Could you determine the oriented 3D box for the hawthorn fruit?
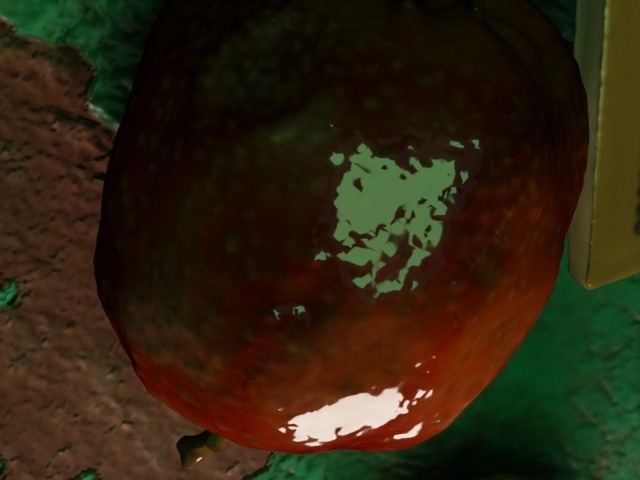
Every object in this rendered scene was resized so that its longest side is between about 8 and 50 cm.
[{"bbox_3d":[0.000,0.000,0.777,0.205,0.205,0.253,11,117,-20],"label":"hawthorn fruit"}]

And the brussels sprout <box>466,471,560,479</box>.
[{"bbox_3d":[0.102,0.178,0.925,0.152,0.122,0.149,-14,116,29],"label":"brussels sprout"}]

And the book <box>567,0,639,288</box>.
[{"bbox_3d":[0.280,-0.141,0.826,0.389,0.032,0.269,-18,128,-21],"label":"book"}]
